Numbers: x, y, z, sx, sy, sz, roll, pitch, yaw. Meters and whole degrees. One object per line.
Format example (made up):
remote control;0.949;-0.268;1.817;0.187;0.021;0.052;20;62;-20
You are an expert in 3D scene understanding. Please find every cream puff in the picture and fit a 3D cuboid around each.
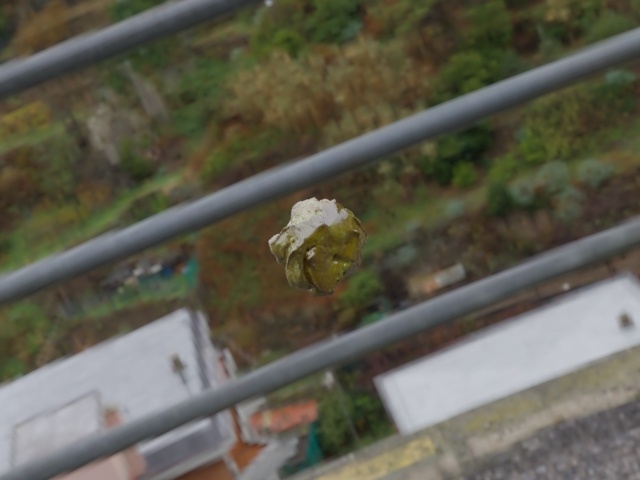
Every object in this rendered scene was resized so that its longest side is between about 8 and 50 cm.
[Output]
cream puff;0.000;0.000;1.198;0.083;0.058;0.083;-12;53;-23
